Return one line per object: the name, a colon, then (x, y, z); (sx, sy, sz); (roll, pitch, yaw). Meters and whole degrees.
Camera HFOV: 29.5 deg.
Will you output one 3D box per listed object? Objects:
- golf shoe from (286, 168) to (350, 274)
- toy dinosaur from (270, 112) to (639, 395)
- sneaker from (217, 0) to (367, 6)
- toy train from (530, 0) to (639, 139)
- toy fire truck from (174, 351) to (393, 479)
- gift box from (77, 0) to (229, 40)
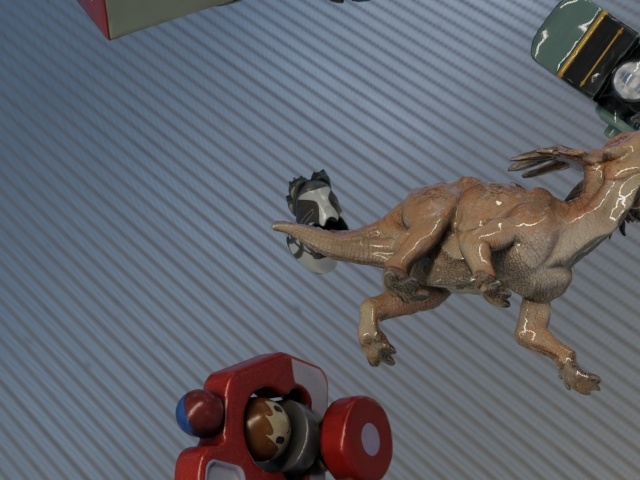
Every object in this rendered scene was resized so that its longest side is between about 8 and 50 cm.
golf shoe: (0.000, 0.000, 1.609); (0.077, 0.198, 0.094); (-24, 54, -8)
toy dinosaur: (0.124, -0.009, 0.910); (0.295, 0.127, 0.200); (3, 50, 19)
sneaker: (-0.064, -0.344, 1.346); (0.340, 0.140, 0.125); (2, 38, 26)
toy train: (0.384, -0.224, 1.597); (0.190, 0.334, 0.142); (39, 103, 11)
toy fire truck: (-0.059, 0.263, 1.294); (0.169, 0.254, 0.302); (-12, 65, 33)
gift box: (-0.131, -0.371, 1.114); (0.258, 0.276, 0.255); (-22, 55, -22)
